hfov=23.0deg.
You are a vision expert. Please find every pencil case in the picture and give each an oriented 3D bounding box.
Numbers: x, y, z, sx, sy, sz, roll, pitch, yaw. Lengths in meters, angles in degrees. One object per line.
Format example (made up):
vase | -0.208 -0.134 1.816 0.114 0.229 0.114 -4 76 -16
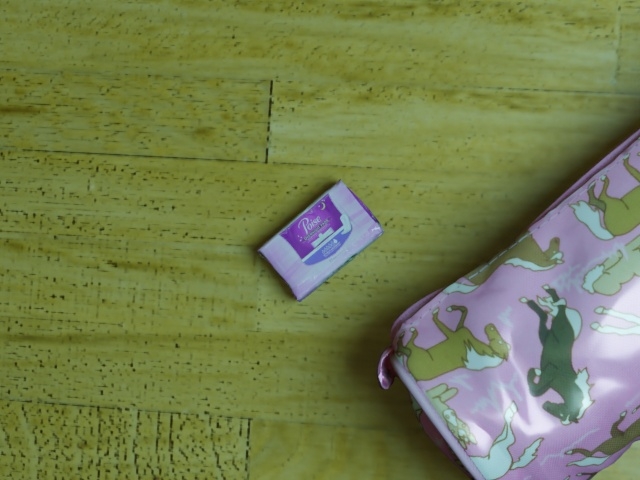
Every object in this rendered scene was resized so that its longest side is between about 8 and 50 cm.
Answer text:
pencil case | 0.220 0.016 1.042 0.386 0.160 0.167 -42 49 6

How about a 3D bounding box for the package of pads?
package of pads | 0.000 0.000 1.139 0.083 0.032 0.050 -40 84 5
